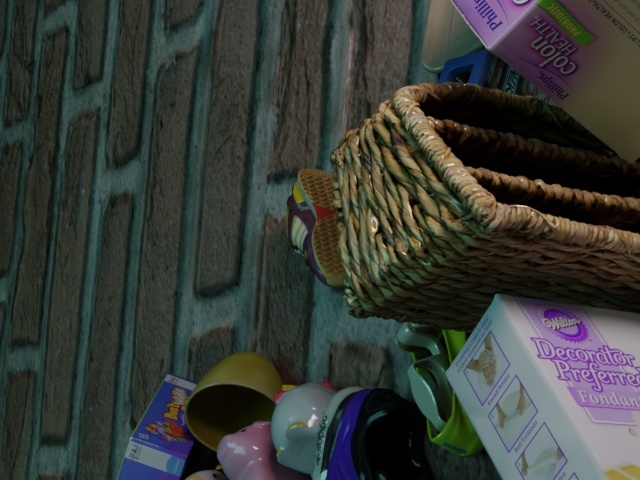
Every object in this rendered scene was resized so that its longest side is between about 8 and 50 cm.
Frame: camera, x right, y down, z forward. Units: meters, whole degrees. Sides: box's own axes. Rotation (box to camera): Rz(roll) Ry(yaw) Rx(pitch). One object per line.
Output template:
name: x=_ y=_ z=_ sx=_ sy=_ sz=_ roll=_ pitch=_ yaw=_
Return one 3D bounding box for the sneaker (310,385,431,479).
sneaker: x=0.056 y=0.302 z=1.618 sx=0.146 sy=0.102 sz=0.293 roll=-12 pitch=72 yaw=57

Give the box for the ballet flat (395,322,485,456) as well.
ballet flat: x=0.121 y=0.123 z=1.579 sx=0.077 sy=0.077 sz=0.231 roll=-51 pitch=41 yaw=42

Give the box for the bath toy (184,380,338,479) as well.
bath toy: x=-0.073 y=0.290 z=1.824 sx=0.348 sy=0.151 sz=0.129 roll=-54 pitch=10 yaw=34

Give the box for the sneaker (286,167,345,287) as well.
sneaker: x=0.000 y=0.000 z=1.841 sx=0.186 sy=0.069 sz=0.084 roll=-102 pitch=27 yaw=-42

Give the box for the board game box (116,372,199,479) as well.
board game box: x=-0.244 y=0.383 z=2.020 sx=0.233 sy=0.078 sz=0.347 roll=-67 pitch=-3 yaw=-74

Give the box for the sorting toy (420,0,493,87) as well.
sorting toy: x=0.198 y=-0.272 z=1.553 sx=0.196 sy=0.047 sz=0.348 roll=-24 pitch=43 yaw=42

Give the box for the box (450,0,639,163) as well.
box: x=0.263 y=-0.222 z=1.233 sx=0.243 sy=0.213 sz=0.117 roll=-45 pitch=42 yaw=17

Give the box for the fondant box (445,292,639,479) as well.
fondant box: x=0.271 y=0.192 z=1.146 sx=0.096 sy=0.238 sz=0.330 roll=-63 pitch=35 yaw=29

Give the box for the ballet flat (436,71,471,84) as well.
ballet flat: x=0.162 y=-0.114 z=1.602 sx=0.057 sy=0.049 sz=0.173 roll=-53 pitch=40 yaw=40

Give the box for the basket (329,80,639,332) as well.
basket: x=0.186 y=-0.047 z=1.298 sx=0.223 sy=0.299 sz=0.214 roll=-39 pitch=48 yaw=52

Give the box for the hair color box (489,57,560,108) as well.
hair color box: x=0.229 y=-0.155 z=1.506 sx=0.141 sy=0.043 sz=0.072 roll=26 pitch=103 yaw=58

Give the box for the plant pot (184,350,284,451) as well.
plant pot: x=-0.099 y=0.198 z=1.903 sx=0.134 sy=0.134 sz=0.095 roll=-54 pitch=14 yaw=38
